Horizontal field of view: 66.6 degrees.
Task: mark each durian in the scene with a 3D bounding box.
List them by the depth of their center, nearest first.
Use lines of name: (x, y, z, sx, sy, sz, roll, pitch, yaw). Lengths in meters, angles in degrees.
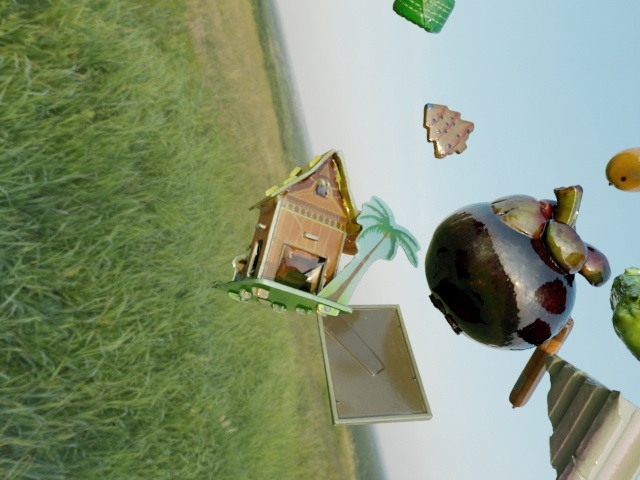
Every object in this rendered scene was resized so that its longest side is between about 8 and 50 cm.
durian: (0.708, 0.179, 0.986, 0.339, 0.255, 0.205, -22, 144, -60)

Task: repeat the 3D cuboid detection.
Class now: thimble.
thimble: (0.238, -0.537, 1.116, 0.090, 0.130, 0.118, -59, -144, 28)

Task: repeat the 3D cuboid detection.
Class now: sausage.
sausage: (0.592, 0.332, 1.320, 0.053, 0.053, 0.348, -100, -158, -60)

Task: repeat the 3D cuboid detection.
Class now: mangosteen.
mangosteen: (0.475, 0.058, 1.201, 0.382, 0.435, 0.382, 51, 8, -10)

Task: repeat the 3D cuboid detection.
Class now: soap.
soap: (0.596, 0.457, 1.133, 0.303, 0.158, 0.258, -62, -165, 6)

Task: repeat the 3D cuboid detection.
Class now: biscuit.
biscuit: (0.264, -0.240, 1.037, 0.130, 0.119, 0.019, 47, -13, -6)

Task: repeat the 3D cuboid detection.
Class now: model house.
model house: (0.000, 0.000, 1.038, 0.300, 0.339, 0.324, -14, -120, 62)

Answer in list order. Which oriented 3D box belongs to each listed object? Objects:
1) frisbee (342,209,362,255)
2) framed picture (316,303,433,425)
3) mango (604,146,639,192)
frisbee: (0.083, -0.009, 1.242, 0.192, 0.191, 0.035, 75, 22, -52)
framed picture: (0.121, 0.291, 1.198, 0.020, 0.240, 0.325, 103, -18, -45)
mango: (0.814, -0.181, 1.219, 0.090, 0.177, 0.115, -26, 105, -68)
